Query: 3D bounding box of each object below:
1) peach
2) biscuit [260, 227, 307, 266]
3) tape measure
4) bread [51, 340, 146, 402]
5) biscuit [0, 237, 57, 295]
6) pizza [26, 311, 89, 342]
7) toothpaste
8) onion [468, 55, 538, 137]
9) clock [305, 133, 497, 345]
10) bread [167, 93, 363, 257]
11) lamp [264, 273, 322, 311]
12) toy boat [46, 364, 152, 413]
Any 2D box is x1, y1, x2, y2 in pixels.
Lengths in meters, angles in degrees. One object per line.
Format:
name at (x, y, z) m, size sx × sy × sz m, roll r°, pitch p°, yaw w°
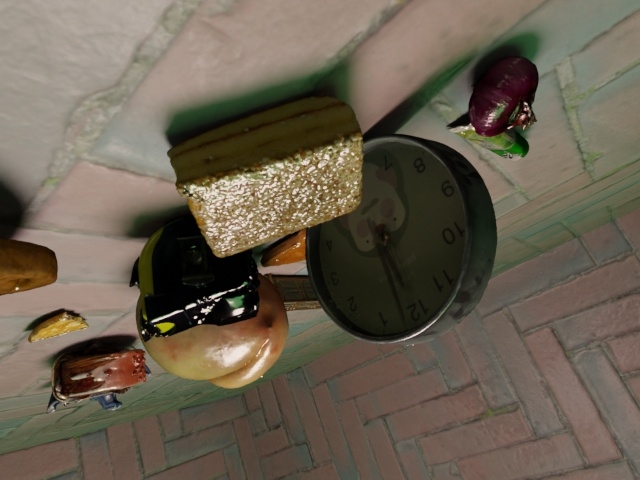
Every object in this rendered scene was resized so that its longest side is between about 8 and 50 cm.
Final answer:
peach at (-0.200, 0.152, 0.838) m, size 0.293 × 0.247 × 0.292 m, roll 6°, pitch 151°, yaw 3°
biscuit at (0.000, 0.000, 0.935) m, size 0.281 × 0.043 × 0.183 m, roll -18°, pitch 156°, yaw 5°
tape measure at (-0.199, 0.048, 0.673) m, size 0.199 × 0.186 × 0.112 m, roll -9°, pitch 152°, yaw -18°
bread at (-0.573, 0.336, 1.114) m, size 0.212 × 0.142 × 0.224 m, roll -18°, pitch 165°, yaw 38°
biscuit at (-0.481, 0.037, 0.421) m, size 0.315 × 0.063 × 0.367 m, roll -10°, pitch 170°, yaw 21°
pizza at (-0.541, 0.179, 0.892) m, size 0.123 × 0.026 × 0.109 m, roll -30°, pitch 160°, yaw 17°
toothpaste at (0.323, -0.184, 0.776) m, size 0.078 × 0.046 × 0.248 m, roll -4°, pitch 174°, yaw 44°
onion at (0.264, -0.200, 0.605) m, size 0.115 × 0.104 × 0.115 m, roll -34°, pitch 160°, yaw -14°
clock at (0.099, -0.002, 0.640) m, size 0.066 × 0.318 × 0.319 m, roll 6°, pitch 147°, yaw -43°
bread at (-0.064, -0.085, 0.576) m, size 0.234 × 0.110 × 0.184 m, roll -18°, pitch 152°, yaw -5°
lamp at (-0.049, 0.152, 1.196) m, size 0.089 × 0.090 × 0.326 m, roll -34°, pitch 155°, yaw 32°
toy boat at (-0.663, 0.447, 1.275) m, size 0.310 × 0.142 × 0.129 m, roll -18°, pitch 161°, yaw -9°
